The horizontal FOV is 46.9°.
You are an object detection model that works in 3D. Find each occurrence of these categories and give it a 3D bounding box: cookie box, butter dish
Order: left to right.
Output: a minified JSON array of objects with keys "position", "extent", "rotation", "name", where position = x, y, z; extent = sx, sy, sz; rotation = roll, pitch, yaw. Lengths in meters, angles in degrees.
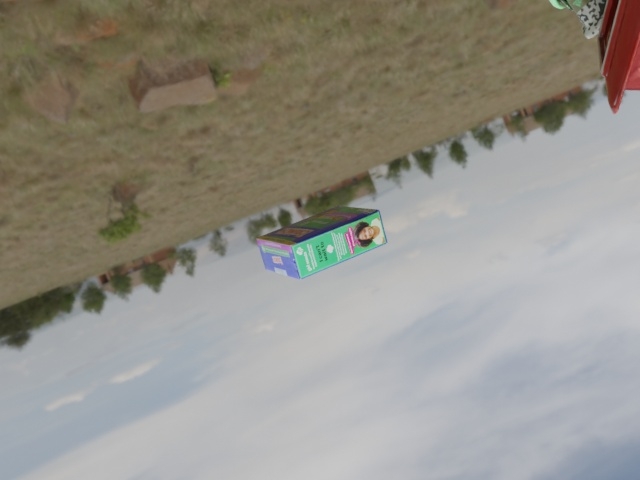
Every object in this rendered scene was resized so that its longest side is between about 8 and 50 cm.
[{"position":[0.000,0.000,0.774],"extent":[0.107,0.040,0.092],"rotation":[-23,-165,-24],"name":"cookie box"},{"position":[0.298,-0.191,0.596],"extent":[0.118,0.160,0.160],"rotation":[12,-147,13],"name":"butter dish"}]

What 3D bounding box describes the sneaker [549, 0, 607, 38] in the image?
[{"position":[0.252,-0.294,0.723],"extent":[0.411,0.182,0.158],"rotation":[13,152,-12],"name":"sneaker"}]
